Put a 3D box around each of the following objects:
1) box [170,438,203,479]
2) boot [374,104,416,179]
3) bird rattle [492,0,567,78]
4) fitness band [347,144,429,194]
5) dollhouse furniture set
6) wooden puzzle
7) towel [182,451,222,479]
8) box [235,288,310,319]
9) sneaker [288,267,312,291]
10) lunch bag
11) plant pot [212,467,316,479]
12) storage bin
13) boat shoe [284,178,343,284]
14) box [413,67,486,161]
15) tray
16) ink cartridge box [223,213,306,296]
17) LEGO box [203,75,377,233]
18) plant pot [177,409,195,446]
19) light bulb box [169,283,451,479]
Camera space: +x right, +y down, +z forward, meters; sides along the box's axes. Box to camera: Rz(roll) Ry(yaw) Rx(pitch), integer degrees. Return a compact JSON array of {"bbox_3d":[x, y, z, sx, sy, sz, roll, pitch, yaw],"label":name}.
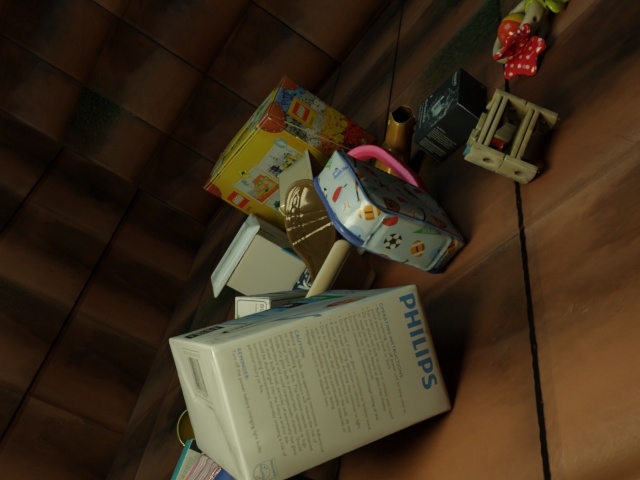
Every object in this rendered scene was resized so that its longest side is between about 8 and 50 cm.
[{"bbox_3d":[-0.370,0.690,1.772,0.060,0.100,0.244,-34,30,54],"label":"box"},{"bbox_3d":[0.178,-0.200,1.600,0.295,0.104,0.211,-73,-9,-48],"label":"boot"},{"bbox_3d":[0.466,-0.479,1.454,0.207,0.143,0.253,175,111,-82],"label":"bird rattle"},{"bbox_3d":[0.138,-0.102,1.520,0.291,0.054,0.209,47,111,34],"label":"fitness band"},{"bbox_3d":[0.355,-0.176,1.237,0.183,0.129,0.129,94,-159,-75],"label":"dollhouse furniture set"},{"bbox_3d":[0.032,0.126,1.442,0.044,0.239,0.221,24,81,28],"label":"wooden puzzle"},{"bbox_3d":[-0.320,0.611,1.605,0.144,0.029,0.197,-50,13,-20],"label":"towel"},{"bbox_3d":[-0.078,0.199,1.437,0.087,0.290,0.169,1,91,26],"label":"box"},{"bbox_3d":[-0.036,0.173,1.712,0.153,0.099,0.282,-50,17,33],"label":"sneaker"},{"bbox_3d":[0.139,-0.059,1.287,0.115,0.303,0.243,-54,36,20],"label":"lunch bag"},{"bbox_3d":[-0.104,0.552,1.095,0.236,0.236,0.212,-54,26,14],"label":"plant pot"},{"bbox_3d":[0.005,-0.084,1.768,0.123,0.260,0.262,-37,23,12],"label":"storage bin"},{"bbox_3d":[0.000,0.000,1.596,0.123,0.342,0.123,-19,18,9],"label":"boat shoe"},{"bbox_3d":[0.316,-0.306,1.547,0.158,0.093,0.156,-41,26,42],"label":"box"},{"bbox_3d":[-0.280,0.046,2.031,0.270,0.030,0.145,-58,19,5],"label":"tray"},{"bbox_3d":[-0.192,0.066,2.132,0.197,0.198,0.270,-57,17,9],"label":"ink cartridge box"},{"bbox_3d":[-0.113,-0.256,2.154,0.500,0.372,0.193,-36,29,50],"label":"LEGO box"},{"bbox_3d":[-0.355,0.564,1.924,0.134,0.134,0.095,-61,-9,-6],"label":"plant pot"},{"bbox_3d":[-0.036,0.232,1.119,0.358,0.361,0.225,-14,91,65],"label":"light bulb box"}]
